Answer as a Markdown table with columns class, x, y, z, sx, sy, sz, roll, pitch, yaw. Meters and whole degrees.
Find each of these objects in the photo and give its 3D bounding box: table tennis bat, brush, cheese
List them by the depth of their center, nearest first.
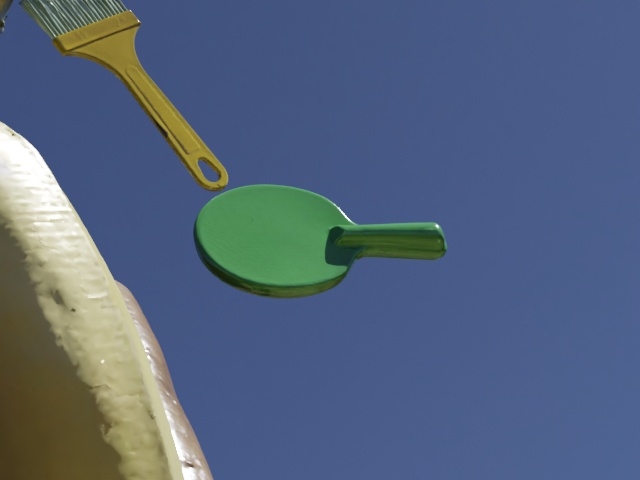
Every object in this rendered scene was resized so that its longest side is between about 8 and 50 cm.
| class | x | y | z | sx | sy | sz | roll | pitch | yaw |
| --- | --- | --- | --- | --- | --- | --- | --- | --- | --- |
| cheese | -0.192 | 0.078 | 0.896 | 0.260 | 0.315 | 0.128 | -18 | -8 | 19 |
| brush | -0.136 | -0.116 | 1.429 | 0.083 | 0.205 | 0.011 | -28 | -15 | -45 |
| table tennis bat | 0.000 | 0.000 | 1.919 | 0.257 | 0.160 | 0.039 | 0 | -47 | -7 |

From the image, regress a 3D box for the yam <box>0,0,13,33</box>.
| class | x | y | z | sx | sy | sz | roll | pitch | yaw |
| --- | --- | --- | --- | --- | --- | --- | --- | --- | --- |
| yam | -0.277 | -0.216 | 1.180 | 0.202 | 0.201 | 0.271 | 11 | -51 | -42 |

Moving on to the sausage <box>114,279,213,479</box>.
| class | x | y | z | sx | sy | sz | roll | pitch | yaw |
| --- | --- | --- | --- | --- | --- | --- | --- | --- | --- |
| sausage | -0.186 | 0.154 | 1.733 | 0.123 | 0.501 | 0.136 | -38 | -57 | 4 |
